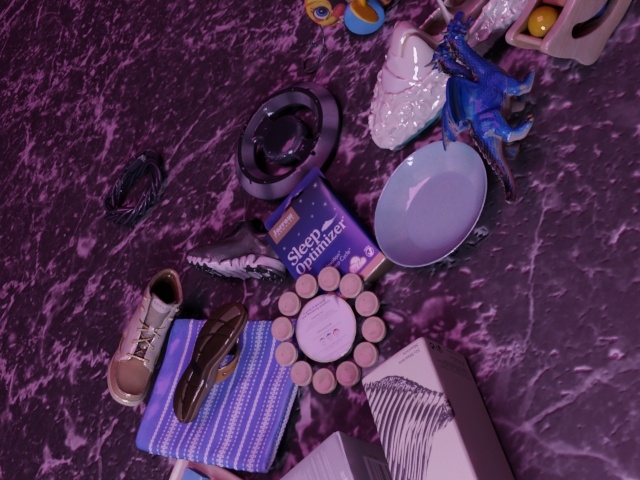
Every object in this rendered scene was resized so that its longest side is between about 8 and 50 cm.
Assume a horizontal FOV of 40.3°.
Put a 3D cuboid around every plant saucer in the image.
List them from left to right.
[{"bbox_3d":[0.162,-0.047,1.235,0.195,0.037,0.194,-25,52,36],"label":"plant saucer"}]

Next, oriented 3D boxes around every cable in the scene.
[{"bbox_3d":[-0.396,-0.100,1.854,0.184,0.047,0.150,-43,48,17],"label":"cable"}]

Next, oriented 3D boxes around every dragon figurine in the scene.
[{"bbox_3d":[0.204,-0.169,1.165,0.144,0.085,0.289,8,67,3],"label":"dragon figurine"}]

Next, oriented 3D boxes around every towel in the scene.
[{"bbox_3d":[-0.164,0.234,1.399,0.336,0.040,0.243,-5,59,45],"label":"towel"}]

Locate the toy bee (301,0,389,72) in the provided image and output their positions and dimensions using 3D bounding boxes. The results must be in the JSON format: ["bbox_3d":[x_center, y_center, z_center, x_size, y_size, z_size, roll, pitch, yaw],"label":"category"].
[{"bbox_3d":[0.037,-0.415,1.483,0.298,0.162,0.195,-50,43,13],"label":"toy bee"}]

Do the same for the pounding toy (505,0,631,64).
[{"bbox_3d":[0.362,-0.348,1.106,0.155,0.154,0.269,34,95,50],"label":"pounding toy"}]

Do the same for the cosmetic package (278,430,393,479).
[{"bbox_3d":[-0.007,0.362,1.112,0.238,0.127,0.107,-41,44,20],"label":"cosmetic package"}]

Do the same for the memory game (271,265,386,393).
[{"bbox_3d":[0.009,0.129,1.269,0.186,0.012,0.186,-6,77,28],"label":"memory game"}]

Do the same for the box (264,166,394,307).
[{"bbox_3d":[0.000,0.000,1.337,0.136,0.036,0.225,-48,56,16],"label":"box"}]

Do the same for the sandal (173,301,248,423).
[{"bbox_3d":[-0.163,0.193,1.366,0.090,0.060,0.219,41,110,56],"label":"sandal"}]

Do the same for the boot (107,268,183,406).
[{"bbox_3d":[-0.300,0.165,1.513,0.165,0.077,0.213,-56,19,36],"label":"boot"}]

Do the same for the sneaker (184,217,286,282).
[{"bbox_3d":[-0.135,0.013,1.487,0.234,0.078,0.106,0,66,42],"label":"sneaker"}]

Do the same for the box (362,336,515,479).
[{"bbox_3d":[0.148,0.259,1.029,0.113,0.094,0.275,-41,44,23],"label":"box"}]

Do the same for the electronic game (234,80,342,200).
[{"bbox_3d":[-0.060,-0.176,1.533,0.229,0.048,0.229,-17,60,32],"label":"electronic game"}]

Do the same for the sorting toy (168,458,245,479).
[{"bbox_3d":[-0.190,0.436,1.328,0.208,0.038,0.193,11,76,49],"label":"sorting toy"}]

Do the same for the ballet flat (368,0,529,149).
[{"bbox_3d":[0.188,-0.318,1.292,0.409,0.147,0.147,-46,42,19],"label":"ballet flat"}]
